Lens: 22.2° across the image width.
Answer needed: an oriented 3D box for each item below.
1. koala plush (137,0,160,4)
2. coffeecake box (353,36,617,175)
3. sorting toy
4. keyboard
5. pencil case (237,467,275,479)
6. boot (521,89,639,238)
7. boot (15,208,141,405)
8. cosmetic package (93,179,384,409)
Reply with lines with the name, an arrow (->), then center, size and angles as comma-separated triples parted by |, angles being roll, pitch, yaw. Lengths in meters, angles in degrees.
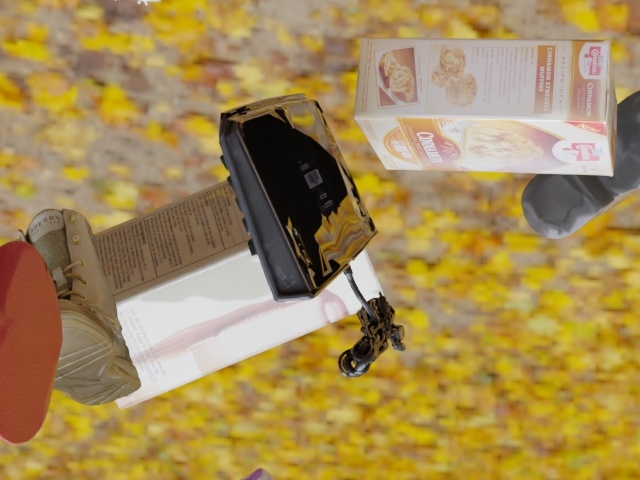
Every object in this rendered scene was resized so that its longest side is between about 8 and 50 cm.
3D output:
koala plush -> -0.173, -0.251, 0.990 | 0.221, 0.196, 0.203 | 10, 154, -43
coffeecake box -> 0.131, -0.101, 1.251 | 0.185, 0.068, 0.142 | 2, 167, 13
sorting toy -> -0.272, 0.019, 0.878 | 0.126, 0.127, 0.365 | -2, 159, 18
keyboard -> 0.000, 0.000, 1.085 | 0.033, 0.202, 0.317 | -24, -177, 12
pencil case -> -0.023, 0.293, 1.419 | 0.206, 0.088, 0.086 | 47, 153, 5
boot -> 0.370, -0.109, 1.850 | 0.305, 0.112, 0.115 | -31, 176, 36
boot -> -0.226, 0.045, 1.425 | 0.077, 0.165, 0.213 | -20, 160, 3
cosmetic package -> -0.101, 0.034, 1.669 | 0.296, 0.153, 0.129 | -22, 122, 2
